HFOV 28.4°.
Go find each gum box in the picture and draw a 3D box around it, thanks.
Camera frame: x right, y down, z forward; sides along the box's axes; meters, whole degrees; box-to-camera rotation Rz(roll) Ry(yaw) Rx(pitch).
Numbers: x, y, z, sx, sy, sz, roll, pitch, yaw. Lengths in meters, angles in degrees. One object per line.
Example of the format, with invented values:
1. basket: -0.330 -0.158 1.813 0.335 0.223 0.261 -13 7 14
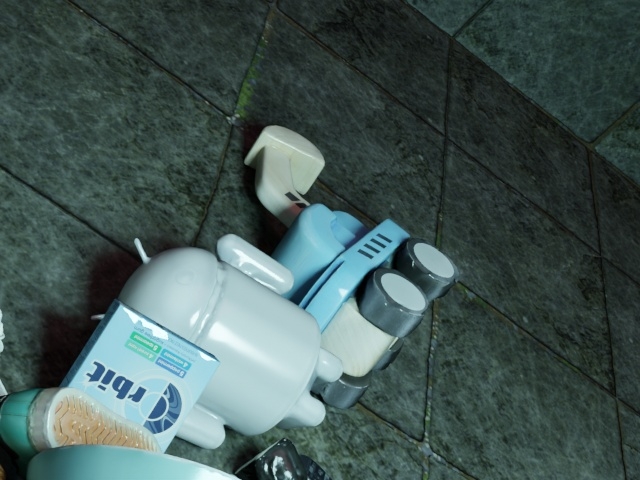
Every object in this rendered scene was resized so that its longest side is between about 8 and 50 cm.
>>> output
1. gum box: -0.243 0.193 1.618 0.157 0.184 0.041 33 -1 -21

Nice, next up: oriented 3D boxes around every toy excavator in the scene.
1. toy excavator: 0.000 0.000 2.123 0.445 0.222 0.433 40 29 7

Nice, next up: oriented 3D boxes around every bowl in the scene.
1. bowl: -0.196 0.364 1.402 0.312 0.311 0.163 29 55 -26

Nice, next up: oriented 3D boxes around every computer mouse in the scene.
1. computer mouse: 0.029 0.405 1.834 0.242 0.041 0.071 49 14 -5

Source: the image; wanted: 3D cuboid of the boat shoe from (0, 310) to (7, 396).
1. boat shoe: -0.429 0.112 1.534 0.096 0.098 0.277 -34 78 -14

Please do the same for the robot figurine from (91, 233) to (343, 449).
1. robot figurine: -0.142 0.141 1.771 0.353 0.200 0.299 33 62 -21

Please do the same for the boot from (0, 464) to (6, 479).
1. boot: -0.454 0.289 1.330 0.284 0.109 0.220 -1 41 -28

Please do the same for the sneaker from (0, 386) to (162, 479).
1. sneaker: -0.290 0.253 1.514 0.302 0.121 0.108 57 42 -50

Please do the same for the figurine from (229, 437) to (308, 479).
1. figurine: -0.060 0.397 1.690 0.209 0.092 0.215 55 33 7
